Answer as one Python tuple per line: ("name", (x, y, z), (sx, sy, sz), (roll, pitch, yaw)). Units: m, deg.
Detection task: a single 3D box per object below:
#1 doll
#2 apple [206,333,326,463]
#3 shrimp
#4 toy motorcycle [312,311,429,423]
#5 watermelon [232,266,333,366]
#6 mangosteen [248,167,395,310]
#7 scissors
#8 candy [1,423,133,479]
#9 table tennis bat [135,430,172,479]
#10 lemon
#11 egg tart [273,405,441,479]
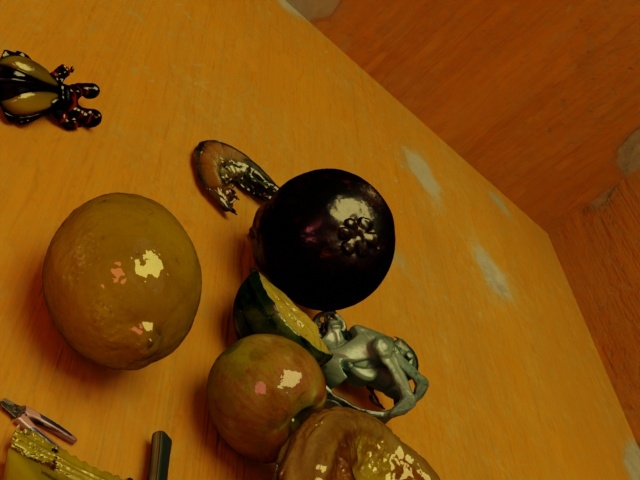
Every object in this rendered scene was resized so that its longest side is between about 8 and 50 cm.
("doll", (-0.501, -0.270, 1.343), (0.249, 0.088, 0.127), (9, 47, -58))
("apple", (-0.091, 0.247, 1.196), (0.196, 0.196, 0.196), (37, 29, -25))
("shrimp", (-0.168, -0.115, 1.690), (0.290, 0.054, 0.222), (35, 29, -21))
("toy motorcycle", (0.086, 0.265, 1.512), (0.260, 0.154, 0.206), (24, 54, -16))
("watermelon", (-0.089, 0.161, 1.372), (0.232, 0.127, 0.204), (47, 1, 8))
("mangosteen", (0.006, 0.010, 1.535), (0.297, 0.313, 0.297), (10, 56, -16))
("scissors", (-0.369, 0.241, 0.968), (0.113, 0.012, 0.039), (43, 27, -16))
("candy", (-0.304, 0.360, 0.848), (0.187, 0.081, 0.297), (38, 19, -25))
("table tennis bat", (-0.220, 0.366, 0.979), (0.274, 0.021, 0.154), (-99, 166, -55))
("lemon", (-0.289, 0.057, 1.092), (0.236, 0.236, 0.263), (40, 35, -20))
("egg tart", (0.055, 0.475, 1.128), (0.443, 0.178, 0.443), (38, 34, -33))
